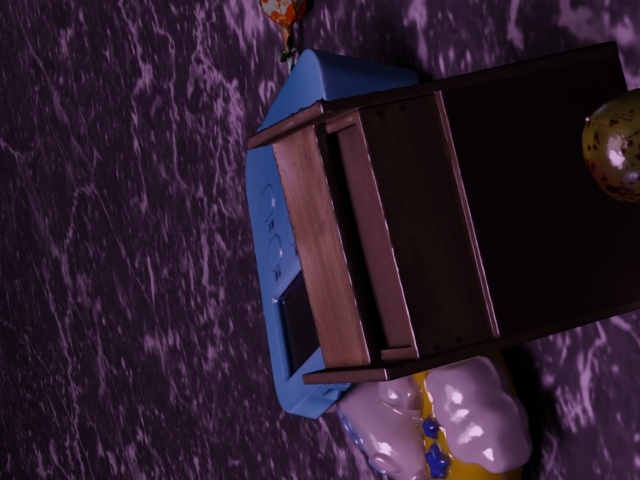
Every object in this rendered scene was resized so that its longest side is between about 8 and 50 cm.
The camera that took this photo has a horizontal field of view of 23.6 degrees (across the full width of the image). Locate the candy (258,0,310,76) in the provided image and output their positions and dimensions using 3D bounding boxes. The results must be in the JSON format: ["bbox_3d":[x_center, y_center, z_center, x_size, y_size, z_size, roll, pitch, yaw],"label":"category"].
[{"bbox_3d":[-0.029,-0.167,1.400,0.055,0.049,0.184,-87,-6,-55],"label":"candy"}]

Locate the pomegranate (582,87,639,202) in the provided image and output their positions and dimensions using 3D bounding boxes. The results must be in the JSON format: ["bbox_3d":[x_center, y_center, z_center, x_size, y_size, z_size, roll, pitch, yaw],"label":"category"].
[{"bbox_3d":[0.198,-0.050,0.931,0.084,0.073,0.073,59,155,0],"label":"pomegranate"}]

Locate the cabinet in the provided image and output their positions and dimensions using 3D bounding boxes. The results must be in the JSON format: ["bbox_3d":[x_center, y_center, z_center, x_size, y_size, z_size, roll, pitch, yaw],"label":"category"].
[{"bbox_3d":[0.086,-0.015,1.007,0.148,0.215,0.174,-15,89,66],"label":"cabinet"}]

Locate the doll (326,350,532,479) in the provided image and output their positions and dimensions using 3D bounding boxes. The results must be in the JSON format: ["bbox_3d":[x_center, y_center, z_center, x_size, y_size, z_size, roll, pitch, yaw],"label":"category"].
[{"bbox_3d":[0.078,0.142,1.241,0.252,0.111,0.237,53,148,32],"label":"doll"}]

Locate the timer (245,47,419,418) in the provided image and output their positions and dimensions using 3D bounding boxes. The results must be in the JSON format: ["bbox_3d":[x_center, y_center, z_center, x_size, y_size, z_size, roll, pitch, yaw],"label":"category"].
[{"bbox_3d":[0.000,0.000,1.242,0.232,0.091,0.250,128,148,-59],"label":"timer"}]
